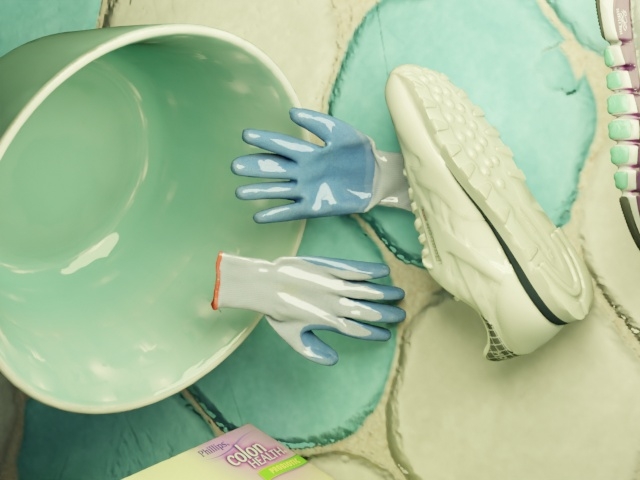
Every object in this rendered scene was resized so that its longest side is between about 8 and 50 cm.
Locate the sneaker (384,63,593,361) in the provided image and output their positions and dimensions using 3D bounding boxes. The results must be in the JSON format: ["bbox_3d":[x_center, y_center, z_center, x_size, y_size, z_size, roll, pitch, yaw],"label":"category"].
[{"bbox_3d":[0.104,-0.022,1.381,0.095,0.090,0.235,-35,81,35],"label":"sneaker"}]

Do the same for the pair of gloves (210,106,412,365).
[{"bbox_3d":[0.000,0.000,1.426,0.159,0.023,0.198,9,103,-10],"label":"pair of gloves"}]

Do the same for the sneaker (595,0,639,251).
[{"bbox_3d":[0.253,-0.094,1.290,0.098,0.083,0.223,-7,95,24],"label":"sneaker"}]

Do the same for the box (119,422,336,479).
[{"bbox_3d":[-0.034,0.272,1.429,0.243,0.213,0.117,32,111,20],"label":"box"}]

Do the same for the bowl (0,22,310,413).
[{"bbox_3d":[-0.174,-0.039,1.432,0.163,0.311,0.311,29,113,45],"label":"bowl"}]
